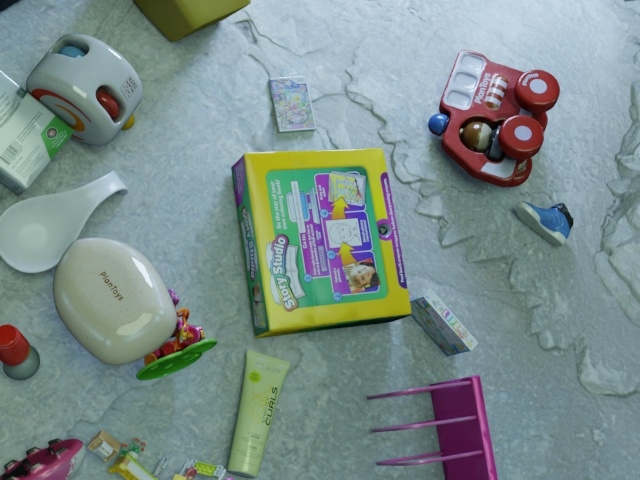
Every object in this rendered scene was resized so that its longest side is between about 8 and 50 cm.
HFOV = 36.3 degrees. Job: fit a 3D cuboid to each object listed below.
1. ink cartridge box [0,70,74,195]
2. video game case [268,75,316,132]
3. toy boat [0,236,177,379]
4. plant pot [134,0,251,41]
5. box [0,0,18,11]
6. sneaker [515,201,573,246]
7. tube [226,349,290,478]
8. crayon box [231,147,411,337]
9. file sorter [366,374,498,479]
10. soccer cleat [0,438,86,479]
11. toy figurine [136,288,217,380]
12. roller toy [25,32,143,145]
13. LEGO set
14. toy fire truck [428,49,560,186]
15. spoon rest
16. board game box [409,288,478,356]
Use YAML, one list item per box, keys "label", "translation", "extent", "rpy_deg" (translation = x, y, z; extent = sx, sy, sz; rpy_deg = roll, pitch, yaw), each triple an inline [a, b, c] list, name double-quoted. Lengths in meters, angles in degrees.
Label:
- label: "ink cartridge box"
  translation: [-0.591, -0.209, 1.807]
  extent: [0.208, 0.087, 0.153]
  rpy_deg: [42, 66, -18]
- label: "video game case"
  translation: [-0.060, -0.293, 2.100]
  extent: [0.087, 0.011, 0.122]
  rpy_deg: [-7, 80, -23]
- label: "toy boat"
  translation: [-0.431, 0.139, 1.752]
  extent: [0.318, 0.148, 0.267]
  rpy_deg: [-28, 64, -16]
- label: "plant pot"
  translation: [-0.262, -0.526, 1.978]
  extent: [0.212, 0.212, 0.187]
  rpy_deg: [-31, 102, -25]
- label: "box"
  translation: [-0.551, -0.673, 1.736]
  extent: [0.472, 0.480, 0.297]
  rpy_deg: [-39, 93, -25]
- label: "sneaker"
  translation: [0.521, -0.062, 2.250]
  extent: [0.152, 0.058, 0.084]
  rpy_deg: [37, 72, -15]
- label: "tube"
  translation: [-0.127, 0.337, 1.896]
  extent: [0.070, 0.062, 0.240]
  rpy_deg: [45, 51, -51]
- label: "crayon box"
  translation: [0.000, 0.000, 2.001]
  extent: [0.313, 0.106, 0.363]
  rpy_deg: [-5, 79, -22]
- label: "file sorter"
  translation: [0.217, 0.431, 1.934]
  extent: [0.182, 0.202, 0.290]
  rpy_deg: [-5, 79, -20]
- label: "soccer cleat"
  translation: [-0.533, 0.476, 1.679]
  extent: [0.331, 0.116, 0.143]
  rpy_deg: [-34, 107, -23]
- label: "toy figurine"
  translation: [-0.293, 0.155, 1.829]
  extent: [0.130, 0.173, 0.159]
  rpy_deg: [7, 56, -61]
- label: "roller toy"
  translation: [-0.439, -0.288, 1.846]
  extent: [0.209, 0.191, 0.146]
  rpy_deg: [35, 66, -10]
- label: "LEGO set"
  translation: [-0.279, 0.415, 1.790]
  extent: [0.287, 0.132, 0.107]
  rpy_deg: [23, 50, 9]
- label: "toy fire truck"
  translation: [0.384, -0.274, 2.211]
  extent: [0.254, 0.169, 0.302]
  rpy_deg: [20, 68, 9]
- label: "spoon rest"
  translation: [-0.481, -0.048, 1.831]
  extent: [0.276, 0.084, 0.137]
  rpy_deg: [-39, 93, -26]
- label: "board game box"
  translation: [0.251, 0.175, 2.060]
  extent: [0.026, 0.103, 0.154]
  rpy_deg: [-44, 96, -25]
